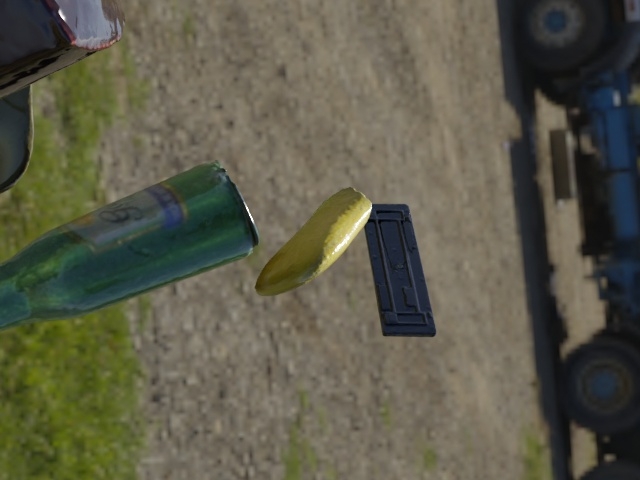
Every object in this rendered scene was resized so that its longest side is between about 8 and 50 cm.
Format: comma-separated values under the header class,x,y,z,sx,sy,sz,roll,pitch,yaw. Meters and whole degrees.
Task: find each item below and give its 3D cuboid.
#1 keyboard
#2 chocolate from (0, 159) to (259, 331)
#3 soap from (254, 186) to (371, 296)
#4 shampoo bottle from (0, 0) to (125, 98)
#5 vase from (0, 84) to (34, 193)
class,x,y,z,sx,sy,sz,roll,pitch,yaw
keyboard,0.087,0.031,1.639,0.013,0.061,0.204,101,-14,-44
chocolate,-0.211,0.018,1.374,0.110,0.291,0.110,158,-90,-77
soap,0.000,0.000,1.282,0.033,0.089,0.168,61,38,-15
shampoo bottle,-0.106,-0.056,0.341,0.068,0.236,0.067,-58,125,-78
vase,-0.386,-0.213,1.293,0.302,0.241,0.329,14,101,-48
